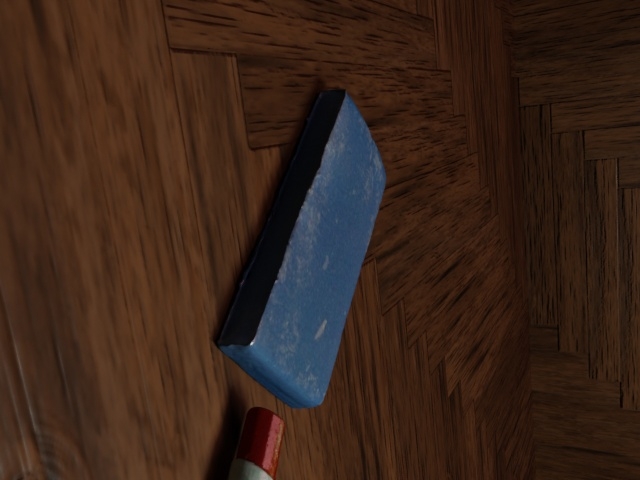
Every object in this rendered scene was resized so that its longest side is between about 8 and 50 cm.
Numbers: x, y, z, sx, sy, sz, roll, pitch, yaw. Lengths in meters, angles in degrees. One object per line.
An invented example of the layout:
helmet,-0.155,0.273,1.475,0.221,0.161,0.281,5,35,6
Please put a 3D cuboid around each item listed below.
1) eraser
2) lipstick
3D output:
eraser,0.000,0.000,0.587,0.144,0.043,0.311,55,44,-45
lipstick,-0.071,0.270,0.439,0.068,0.061,0.273,41,55,-51
